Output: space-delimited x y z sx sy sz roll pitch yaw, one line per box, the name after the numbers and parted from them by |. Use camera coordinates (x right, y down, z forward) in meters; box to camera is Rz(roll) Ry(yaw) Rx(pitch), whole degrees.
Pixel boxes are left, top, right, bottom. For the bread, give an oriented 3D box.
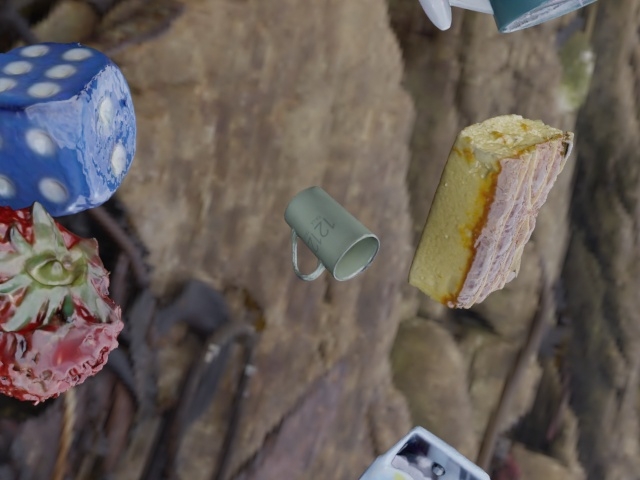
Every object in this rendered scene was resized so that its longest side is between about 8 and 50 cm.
0.243 -0.039 2.184 0.185 0.114 0.275 -22 141 -45 | bread

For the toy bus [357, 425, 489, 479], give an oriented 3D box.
0.084 0.249 1.329 0.136 0.109 0.330 -55 167 -8 | toy bus

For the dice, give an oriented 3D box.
-0.281 -0.116 1.590 0.143 0.146 0.146 -65 155 -50 | dice

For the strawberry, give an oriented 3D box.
-0.295 0.078 1.508 0.201 0.187 0.184 -54 -166 52 | strawberry

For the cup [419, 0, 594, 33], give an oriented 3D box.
0.240 -0.338 1.676 0.167 0.299 0.173 129 -59 -88 | cup

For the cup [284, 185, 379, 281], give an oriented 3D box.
0.004 0.000 1.431 0.075 0.083 0.054 -54 150 16 | cup
